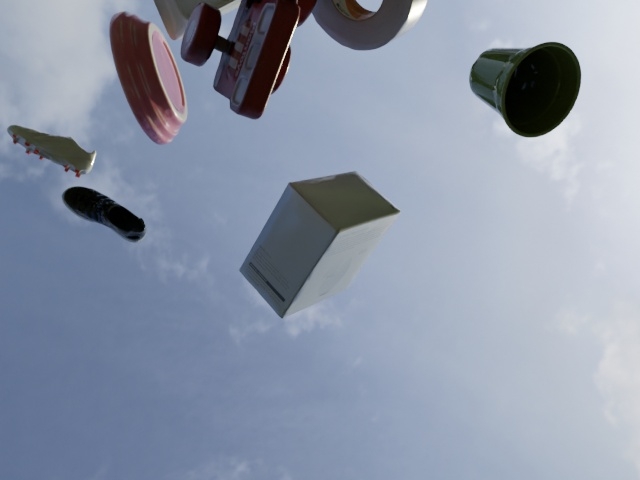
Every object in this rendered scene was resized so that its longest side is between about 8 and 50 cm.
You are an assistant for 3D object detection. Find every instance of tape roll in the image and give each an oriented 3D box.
[{"bbox_3d":[0.080,-0.456,1.074,0.219,0.219,0.072,46,-134,4],"label":"tape roll"}]

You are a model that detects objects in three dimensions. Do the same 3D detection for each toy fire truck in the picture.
[{"bbox_3d":[-0.087,-0.353,0.950,0.169,0.302,0.254,17,-166,-29],"label":"toy fire truck"}]

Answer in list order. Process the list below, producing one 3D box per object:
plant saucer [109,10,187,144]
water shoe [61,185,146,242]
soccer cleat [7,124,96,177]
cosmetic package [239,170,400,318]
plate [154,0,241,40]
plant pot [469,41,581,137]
[{"bbox_3d":[-0.416,-0.409,1.517,0.084,0.332,0.333,-14,-112,3],"label":"plant saucer"},{"bbox_3d":[-0.478,-0.071,1.351,0.203,0.080,0.073,28,-116,-8],"label":"water shoe"},{"bbox_3d":[-0.619,-0.219,1.398,0.196,0.068,0.076,29,-113,-16],"label":"soccer cleat"},{"bbox_3d":[0.000,0.000,1.161,0.138,0.225,0.224,46,-147,19],"label":"cosmetic package"},{"bbox_3d":[-0.267,-0.630,1.374,0.278,0.277,0.045,-33,-133,-13],"label":"plate"},{"bbox_3d":[0.180,-0.146,0.561,0.083,0.083,0.079,0,-156,-23],"label":"plant pot"}]
